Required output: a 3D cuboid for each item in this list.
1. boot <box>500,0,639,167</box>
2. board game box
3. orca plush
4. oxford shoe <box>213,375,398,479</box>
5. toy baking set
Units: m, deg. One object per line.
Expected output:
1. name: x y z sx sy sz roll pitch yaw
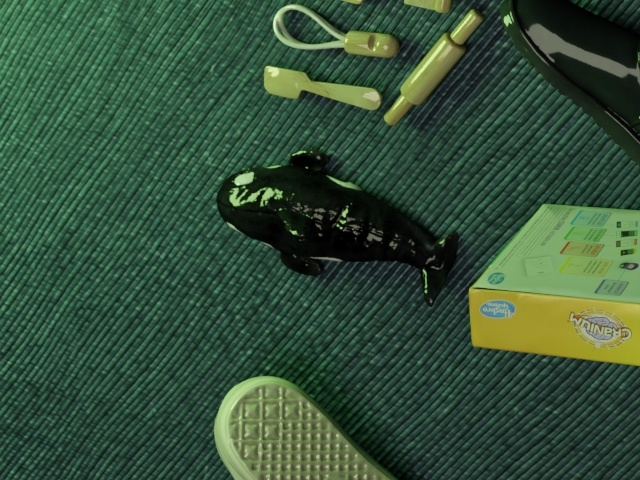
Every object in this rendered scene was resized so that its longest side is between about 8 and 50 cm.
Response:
1. boot: 0.324 -0.203 1.517 0.246 0.094 0.207 44 126 -4
2. board game box: 0.332 0.044 1.529 0.317 0.242 0.064 5 113 25
3. orca plush: 0.000 0.000 1.755 0.287 0.102 0.151 31 120 12
4. oxford shoe: 0.034 0.339 1.870 0.449 0.169 0.130 50 164 -9
5. toy baking set: 0.052 -0.224 1.687 0.197 0.030 0.256 41 122 10
